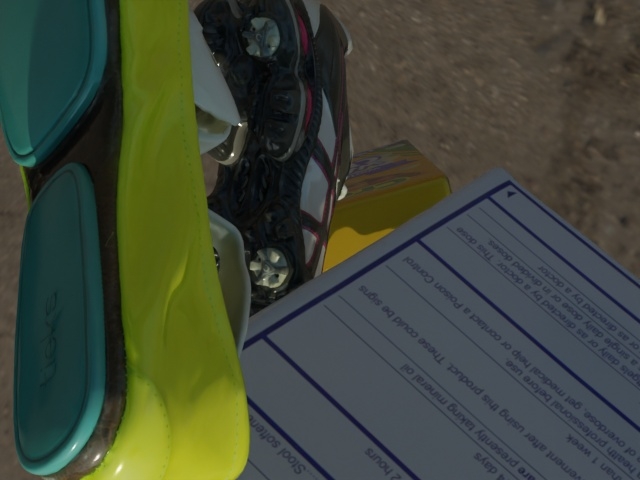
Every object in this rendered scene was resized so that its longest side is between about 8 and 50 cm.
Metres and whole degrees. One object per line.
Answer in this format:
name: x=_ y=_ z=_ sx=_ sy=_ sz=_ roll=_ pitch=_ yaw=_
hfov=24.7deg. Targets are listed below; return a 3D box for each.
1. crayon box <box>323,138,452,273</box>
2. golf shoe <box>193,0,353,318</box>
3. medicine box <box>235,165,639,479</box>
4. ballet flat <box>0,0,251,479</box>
crayon box: x=0.000 y=0.000 z=1.144 sx=0.203 sy=0.323 sz=0.083 roll=-16 pitch=101 yaw=-1
golf shoe: x=-0.024 y=-0.012 z=0.868 sx=0.105 sy=0.120 sz=0.273 roll=12 pitch=100 yaw=31
medicine box: x=0.076 y=0.140 z=0.662 sx=0.263 sy=0.289 sz=0.149 roll=41 pitch=135 yaw=19
ballet flat: x=-0.061 y=-0.023 z=0.471 sx=0.077 sy=0.231 sz=0.077 roll=14 pitch=146 yaw=-37
